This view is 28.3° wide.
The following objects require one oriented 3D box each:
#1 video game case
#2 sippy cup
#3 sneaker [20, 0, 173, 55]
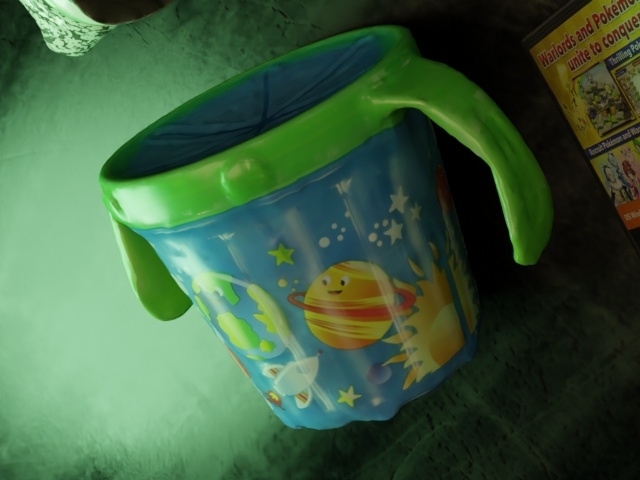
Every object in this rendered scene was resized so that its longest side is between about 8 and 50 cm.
[{"bbox_3d":[0.230,-0.049,0.708,0.248,0.035,0.275,61,166,1],"label":"video game case"},{"bbox_3d":[0.000,0.000,0.880,0.224,0.240,0.305,64,167,-18],"label":"sippy cup"},{"bbox_3d":[-0.266,-0.309,0.974,0.410,0.158,0.182,60,145,4],"label":"sneaker"}]
